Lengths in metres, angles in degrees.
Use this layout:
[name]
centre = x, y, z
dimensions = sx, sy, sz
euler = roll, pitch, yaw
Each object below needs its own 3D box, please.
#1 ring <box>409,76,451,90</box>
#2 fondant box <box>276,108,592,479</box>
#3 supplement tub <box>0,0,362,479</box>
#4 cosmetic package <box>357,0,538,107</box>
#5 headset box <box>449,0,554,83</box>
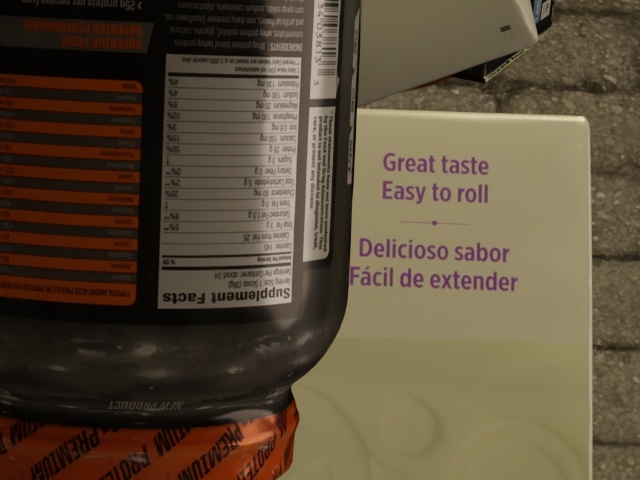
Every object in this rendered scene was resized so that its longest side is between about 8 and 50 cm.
[ring]
centre = 0.016, -0.261, 1.345
dimensions = 0.032, 0.337, 0.336
euler = -38, 136, -58
[fondant box]
centre = -0.007, 0.110, 0.846
dimensions = 0.096, 0.238, 0.330
euler = 96, -4, -74
[supplement tub]
centre = -0.048, -0.036, 0.501
dimensions = 0.117, 0.117, 0.190
euler = -104, -163, -82
[cosmetic package]
centre = -0.003, -0.224, 0.984
dimensions = 0.224, 0.138, 0.224
euler = 54, 24, -47
[headset box]
centre = 0.008, -0.257, 1.252
dimensions = 0.131, 0.283, 0.246
euler = -39, 137, -57
